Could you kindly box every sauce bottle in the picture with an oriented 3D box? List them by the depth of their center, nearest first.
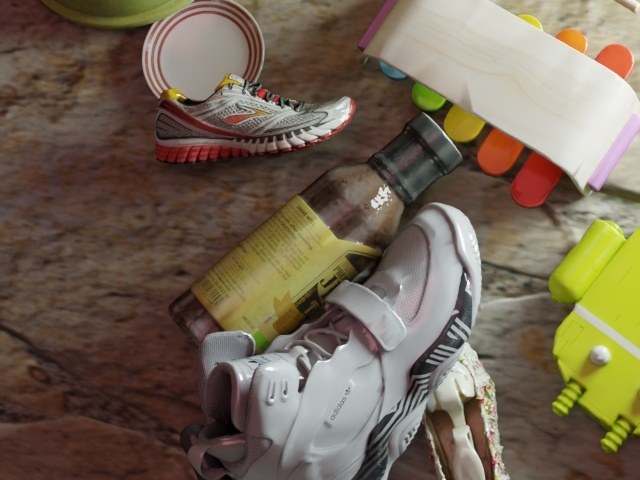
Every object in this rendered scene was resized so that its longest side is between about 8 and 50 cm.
[{"bbox_3d":[0.000,0.000,1.822,0.344,0.111,0.111,-41,74,1],"label":"sauce bottle"}]

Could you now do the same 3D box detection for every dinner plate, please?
[{"bbox_3d":[-0.131,-0.207,1.940,0.141,0.017,0.141,-2,78,9],"label":"dinner plate"}]

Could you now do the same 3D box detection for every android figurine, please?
[{"bbox_3d":[0.350,0.091,1.774,0.248,0.056,0.273,39,85,15],"label":"android figurine"}]

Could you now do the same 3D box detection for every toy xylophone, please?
[{"bbox_3d":[0.207,-0.198,1.846,0.322,0.081,0.236,41,87,15],"label":"toy xylophone"}]

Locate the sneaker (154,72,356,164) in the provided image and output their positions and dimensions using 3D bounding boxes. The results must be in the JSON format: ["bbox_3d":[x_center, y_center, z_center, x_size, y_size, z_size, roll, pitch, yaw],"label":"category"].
[{"bbox_3d":[-0.074,-0.137,1.866,0.225,0.088,0.093,-5,97,8],"label":"sneaker"}]

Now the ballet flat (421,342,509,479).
[{"bbox_3d":[0.145,0.191,1.774,0.091,0.077,0.241,-20,75,6],"label":"ballet flat"}]

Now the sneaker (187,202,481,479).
[{"bbox_3d":[0.012,0.108,1.726,0.137,0.210,0.366,26,90,55],"label":"sneaker"}]

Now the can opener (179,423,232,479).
[{"bbox_3d":[-0.061,0.308,1.772,0.076,0.095,0.283,-27,81,2],"label":"can opener"}]

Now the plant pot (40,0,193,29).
[{"bbox_3d":[-0.248,-0.406,1.873,0.276,0.254,0.276,-3,73,10],"label":"plant pot"}]
